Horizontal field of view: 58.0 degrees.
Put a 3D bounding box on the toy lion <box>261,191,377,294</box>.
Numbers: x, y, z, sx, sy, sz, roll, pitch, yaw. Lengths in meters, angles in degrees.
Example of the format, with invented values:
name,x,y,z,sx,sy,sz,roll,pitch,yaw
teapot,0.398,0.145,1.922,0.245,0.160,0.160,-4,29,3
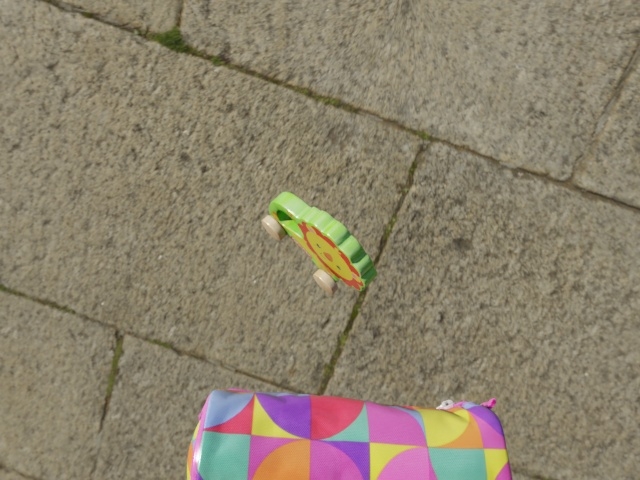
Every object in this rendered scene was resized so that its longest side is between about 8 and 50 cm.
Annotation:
name,x,y,z,sx,sy,sz,roll,pitch,yaw
toy lion,0.000,0.000,0.443,0.034,0.096,0.100,-43,84,-15

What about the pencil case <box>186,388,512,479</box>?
name,x,y,z,sx,sy,sz,roll,pitch,yaw
pencil case,0.022,0.163,0.432,0.236,0.104,0.104,5,115,-9
